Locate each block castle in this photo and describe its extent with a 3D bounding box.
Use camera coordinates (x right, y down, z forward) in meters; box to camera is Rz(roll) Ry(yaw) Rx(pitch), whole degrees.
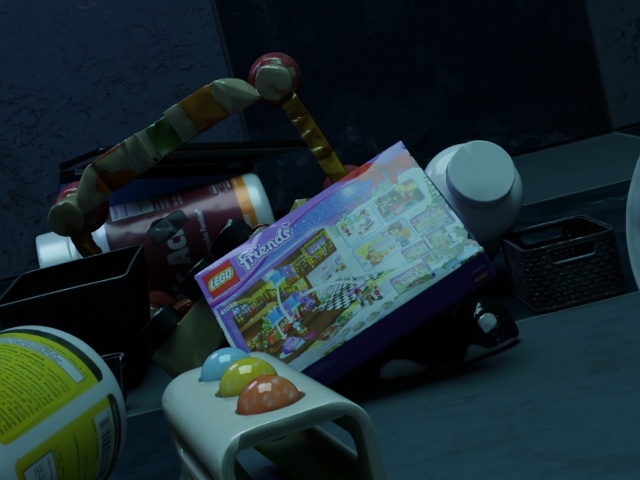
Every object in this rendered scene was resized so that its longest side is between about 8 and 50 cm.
[{"bbox_3d":[-0.169,-0.061,1.945,0.453,0.303,0.213,-33,8,4],"label":"block castle"}]

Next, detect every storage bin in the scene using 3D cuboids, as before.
[{"bbox_3d":[0.314,0.028,1.647,0.122,0.084,0.180,-14,6,-1],"label":"storage bin"}]

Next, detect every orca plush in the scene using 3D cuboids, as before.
[{"bbox_3d":[0.078,0.101,1.457,0.287,0.102,0.151,-13,7,12],"label":"orca plush"}]

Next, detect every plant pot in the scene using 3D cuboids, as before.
[{"bbox_3d":[-0.329,0.123,1.775,0.187,0.167,0.188,-13,14,2],"label":"plant pot"}]

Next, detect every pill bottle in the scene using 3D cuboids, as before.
[{"bbox_3d":[-0.271,0.034,2.157,0.392,0.224,0.224,-15,7,-8],"label":"pill bottle"},{"bbox_3d":[-0.316,0.202,1.105,0.187,0.188,0.334,-12,7,16],"label":"pill bottle"},{"bbox_3d":[0.206,-0.046,1.802,0.146,0.146,0.264,-15,-20,-11],"label":"pill bottle"}]

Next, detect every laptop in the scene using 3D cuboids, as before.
[{"bbox_3d":[-0.266,-0.040,2.290,0.381,0.236,0.408,-5,-1,-26],"label":"laptop"}]

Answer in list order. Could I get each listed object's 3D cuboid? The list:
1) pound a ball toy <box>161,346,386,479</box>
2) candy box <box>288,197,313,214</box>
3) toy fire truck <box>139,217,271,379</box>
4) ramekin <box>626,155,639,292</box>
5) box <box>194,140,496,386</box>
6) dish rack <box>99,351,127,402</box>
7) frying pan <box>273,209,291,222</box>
[{"bbox_3d":[-0.081,0.178,1.052,0.208,0.136,0.319,-16,7,-14],"label":"pound a ball toy"},{"bbox_3d":[0.000,0.000,1.757,0.109,0.053,0.187,-6,-21,-17],"label":"candy box"},{"bbox_3d":[-0.119,0.066,1.640,0.217,0.158,0.246,-51,-6,8],"label":"toy fire truck"},{"bbox_3d":[0.416,-0.014,1.130,0.127,0.273,0.273,-4,0,-34],"label":"ramekin"},{"bbox_3d":[0.023,0.040,1.421,0.293,0.057,0.201,-33,51,1],"label":"box"},{"bbox_3d":[-0.344,0.216,1.508,0.208,0.074,0.271,-14,7,2],"label":"dish rack"},{"bbox_3d":[0.001,0.007,2.372,0.197,0.053,0.326,18,-9,15],"label":"frying pan"}]
